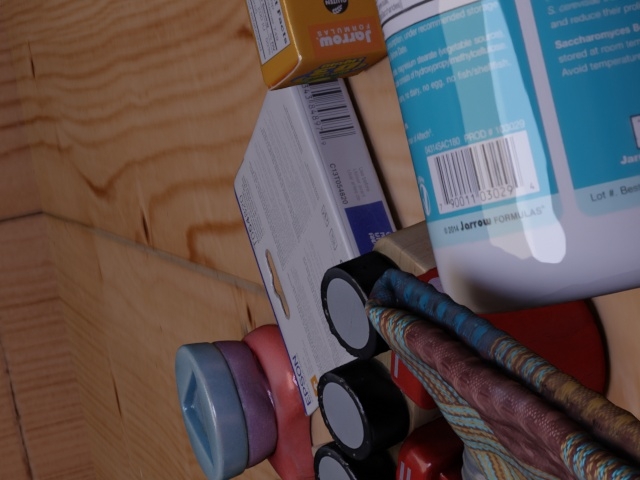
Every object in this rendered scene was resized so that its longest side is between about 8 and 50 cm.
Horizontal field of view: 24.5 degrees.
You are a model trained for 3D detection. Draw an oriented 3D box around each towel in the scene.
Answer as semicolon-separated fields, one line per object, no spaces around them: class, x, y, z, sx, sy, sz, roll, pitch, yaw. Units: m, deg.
towel;0.164;0.185;0.558;0.370;0.040;0.271;54;171;-25

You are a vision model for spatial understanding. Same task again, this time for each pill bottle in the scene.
pill bottle;0.098;-0.109;0.644;0.146;0.146;0.264;168;90;-70

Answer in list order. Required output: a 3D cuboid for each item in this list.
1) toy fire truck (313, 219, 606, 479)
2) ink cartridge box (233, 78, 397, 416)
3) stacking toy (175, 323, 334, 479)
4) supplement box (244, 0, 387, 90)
toy fire truck;0.097;0.133;0.826;0.246;0.158;0.217;41;141;41
ink cartridge box;0.000;0.000;1.129;0.224;0.045;0.223;121;133;-64
stacking toy;-0.061;0.251;1.330;0.279;0.130;0.308;-137;39;-59
supplement box;-0.020;-0.225;0.998;0.080;0.078;0.233;-16;87;67
